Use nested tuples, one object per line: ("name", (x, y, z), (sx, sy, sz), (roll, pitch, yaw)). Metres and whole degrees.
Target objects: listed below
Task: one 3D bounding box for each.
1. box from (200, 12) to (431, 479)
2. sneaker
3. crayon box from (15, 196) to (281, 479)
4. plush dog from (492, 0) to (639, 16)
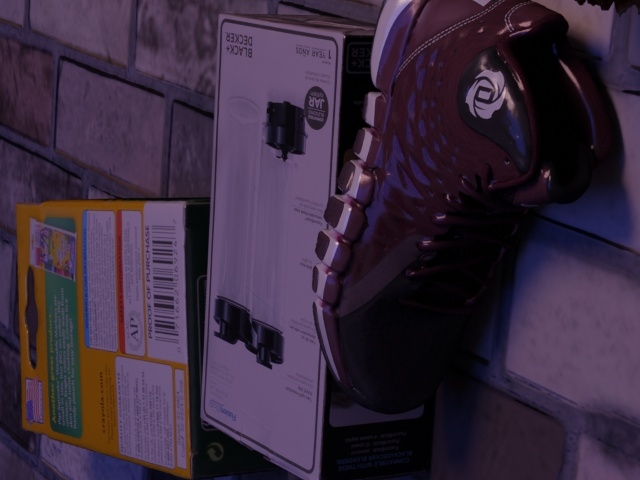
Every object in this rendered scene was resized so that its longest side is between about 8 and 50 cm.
("box", (0.000, 0.000, 1.240), (0.169, 0.087, 0.290), (18, 107, 57))
("sneaker", (0.085, -0.012, 1.083), (0.162, 0.106, 0.281), (27, 115, 52))
("crayon box", (-0.143, 0.067, 1.492), (0.323, 0.083, 0.203), (3, 95, 58))
("plush dog", (0.120, -0.205, 0.893), (0.225, 0.262, 0.210), (129, 147, -47))
